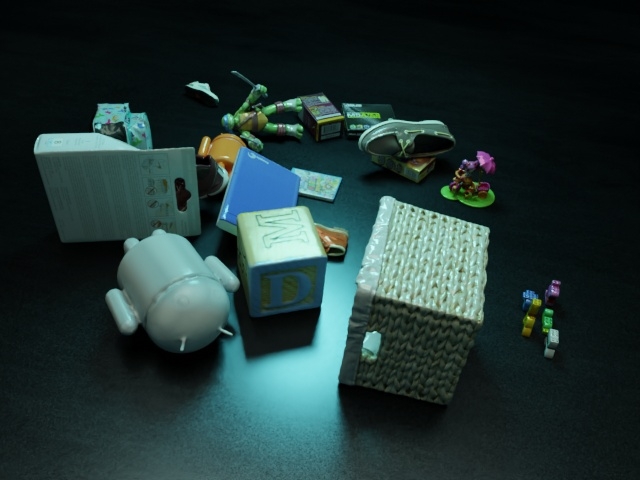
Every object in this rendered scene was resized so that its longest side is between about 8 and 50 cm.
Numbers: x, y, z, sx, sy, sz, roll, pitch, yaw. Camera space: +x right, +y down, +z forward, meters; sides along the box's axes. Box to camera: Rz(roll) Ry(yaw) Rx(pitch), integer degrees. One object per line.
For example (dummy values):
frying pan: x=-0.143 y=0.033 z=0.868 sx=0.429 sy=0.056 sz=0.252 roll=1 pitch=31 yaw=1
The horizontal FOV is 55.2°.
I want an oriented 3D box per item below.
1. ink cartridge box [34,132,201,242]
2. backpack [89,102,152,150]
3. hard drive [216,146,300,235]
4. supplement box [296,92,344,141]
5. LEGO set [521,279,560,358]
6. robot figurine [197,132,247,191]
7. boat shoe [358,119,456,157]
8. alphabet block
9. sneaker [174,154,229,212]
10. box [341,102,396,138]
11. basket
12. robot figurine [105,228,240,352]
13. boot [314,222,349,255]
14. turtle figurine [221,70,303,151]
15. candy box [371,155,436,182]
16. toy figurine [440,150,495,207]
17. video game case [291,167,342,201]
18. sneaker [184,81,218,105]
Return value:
ink cartridge box: x=-0.522 y=-0.139 z=1.631 sx=0.384 sy=0.308 sz=0.091 roll=-4 pitch=44 yaw=-10
backpack: x=-0.614 y=-0.303 z=1.870 sx=0.190 sy=0.225 sz=0.253 roll=-9 pitch=34 yaw=-19
hard drive: x=-0.169 y=-0.118 z=1.766 sx=0.210 sy=0.040 sz=0.319 roll=26 pitch=42 yaw=-19
supplement box: x=-0.002 y=-0.444 z=2.188 sx=0.104 sy=0.081 sz=0.188 roll=-15 pitch=46 yaw=-20
LEGO set: x=0.559 y=0.174 z=1.549 sx=0.086 sy=0.093 sz=0.227 roll=13 pitch=43 yaw=9
robot figurine: x=-0.296 y=-0.249 z=1.909 sx=0.157 sy=0.128 sz=0.220 roll=5 pitch=42 yaw=-1
boat shoe: x=0.284 y=-0.319 z=1.980 sx=0.324 sy=0.117 sz=0.097 roll=-8 pitch=41 yaw=-21
alphabet block: x=-0.104 y=0.052 z=1.552 sx=0.193 sy=0.193 sz=0.197 roll=-6 pitch=44 yaw=-15
sneaker: x=-0.409 y=-0.163 z=1.721 sx=0.281 sy=0.163 sz=0.106 roll=-30 pitch=59 yaw=-3
box: x=0.178 y=-0.434 z=2.224 sx=0.190 sy=0.045 sz=0.184 roll=0 pitch=44 yaw=-6
basket: x=0.208 y=0.140 z=1.383 sx=0.266 sy=0.329 sz=0.331 roll=14 pitch=42 yaw=7
robot figurine: x=-0.344 y=0.122 z=1.440 sx=0.299 sy=0.200 sz=0.353 roll=-23 pitch=49 yaw=-26
boot: x=0.000 y=0.000 z=1.718 sx=0.157 sy=0.059 sz=0.085 roll=7 pitch=47 yaw=1
turtle figurine: x=-0.181 y=-0.405 z=2.040 sx=0.266 sy=0.275 sz=0.198 roll=-8 pitch=70 yaw=-23
candy box: x=0.277 y=-0.272 z=2.049 sx=0.186 sy=0.053 sz=0.109 roll=28 pitch=48 yaw=26
toy figurine: x=0.476 y=-0.205 z=1.913 sx=0.173 sy=0.159 sz=0.130 roll=4 pitch=42 yaw=0
video game case: x=-0.025 y=-0.178 z=1.941 sx=0.166 sy=0.015 sz=0.119 roll=12 pitch=43 yaw=8
sneaker: x=-0.430 y=-0.559 z=2.292 sx=0.161 sy=0.057 sz=0.075 roll=27 pitch=52 yaw=26
